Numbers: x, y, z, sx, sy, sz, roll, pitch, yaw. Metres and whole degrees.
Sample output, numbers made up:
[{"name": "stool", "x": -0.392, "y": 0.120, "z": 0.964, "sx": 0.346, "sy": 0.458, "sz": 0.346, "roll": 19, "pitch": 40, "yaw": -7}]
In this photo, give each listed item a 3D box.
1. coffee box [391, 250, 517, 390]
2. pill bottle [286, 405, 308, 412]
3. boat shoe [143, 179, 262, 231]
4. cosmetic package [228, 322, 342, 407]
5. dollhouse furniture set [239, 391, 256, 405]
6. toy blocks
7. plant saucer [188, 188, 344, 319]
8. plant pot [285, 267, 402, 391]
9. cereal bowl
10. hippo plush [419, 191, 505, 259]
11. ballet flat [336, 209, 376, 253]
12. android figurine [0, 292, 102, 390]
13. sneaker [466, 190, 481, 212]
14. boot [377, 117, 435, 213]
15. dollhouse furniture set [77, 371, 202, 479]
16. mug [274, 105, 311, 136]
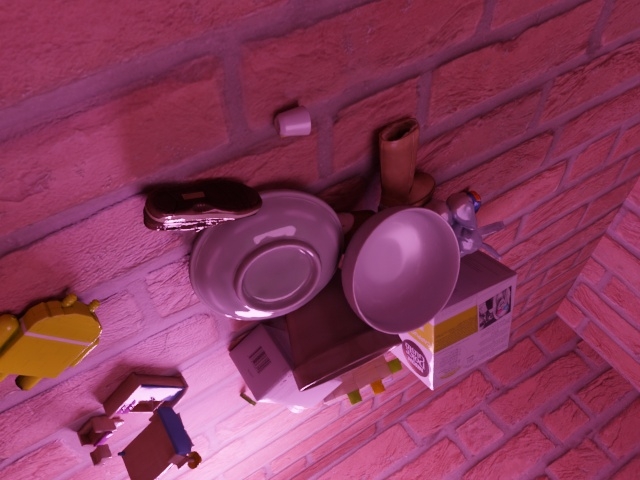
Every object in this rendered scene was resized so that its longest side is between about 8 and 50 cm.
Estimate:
[{"name": "coffee box", "x": 0.397, "y": 0.222, "z": 1.894, "sx": 0.339, "sy": 0.338, "sz": 0.334, "roll": -22, "pitch": 127, "yaw": -22}, {"name": "pill bottle", "x": -0.055, "y": 0.552, "z": 2.131, "sx": 0.117, "sy": 0.117, "sz": 0.214, "roll": -4, "pitch": 134, "yaw": -43}, {"name": "boat shoe", "x": -0.250, "y": -0.066, "z": 1.195, "sx": 0.258, "sy": 0.095, "sz": 0.095, "roll": -4, "pitch": 148, "yaw": -36}, {"name": "cosmetic package", "x": -0.102, "y": 0.413, "z": 1.837, "sx": 0.155, "sy": 0.197, "sz": 0.366, "roll": -44, "pitch": 147, "yaw": 7}, {"name": "dollhouse furniture set", "x": -0.213, "y": 0.506, "z": 1.999, "sx": 0.151, "sy": 0.059, "sz": 0.076, "roll": -54, "pitch": 143, "yaw": -13}, {"name": "toy blocks", "x": 0.146, "y": 0.575, "z": 2.326, "sx": 0.382, "sy": 0.190, "sz": 0.261, "roll": -23, "pitch": 159, "yaw": 0}, {"name": "plant saucer", "x": -0.113, "y": 0.067, "z": 1.379, "sx": 0.401, "sy": 0.100, "sz": 0.400, "roll": -13, "pitch": 130, "yaw": -16}, {"name": "plant pot", "x": 0.032, "y": 0.240, "z": 1.631, "sx": 0.324, "sy": 0.280, "sz": 0.323, "roll": -23, "pitch": 165, "yaw": -7}, {"name": "cereal bowl", "x": 0.197, "y": 0.067, "z": 1.501, "sx": 0.339, "sy": 0.141, "sz": 0.338, "roll": -6, "pitch": 105, "yaw": -25}, {"name": "hippo plush", "x": 0.366, "y": -0.062, "z": 1.713, "sx": 0.295, "sy": 0.236, "sz": 0.234, "roll": -11, "pitch": 117, "yaw": -15}, {"name": "ballet flat", "x": 0.000, "y": 0.000, "z": 1.530, "sx": 0.343, "sy": 0.116, "sz": 0.124, "roll": -35, "pitch": 129, "yaw": -1}, {"name": "android figurine", "x": -0.589, "y": 0.216, "z": 1.212, "sx": 0.273, "sy": 0.056, "sz": 0.248, "roll": -45, "pitch": 148, "yaw": 10}, {"name": "sneaker", "x": 0.474, "y": -0.078, "z": 1.946, "sx": 0.087, "sy": 0.083, "sz": 0.221, "roll": -12, "pitch": 134, "yaw": -19}, {"name": "boot", "x": 0.241, "y": -0.205, "z": 1.517, "sx": 0.236, "sy": 0.089, "sz": 0.269, "roll": -40, "pitch": 144, "yaw": -33}, {"name": "dollhouse furniture set", "x": -0.454, "y": 0.557, "z": 1.545, "sx": 0.286, "sy": 0.303, "sz": 0.198, "roll": -47, "pitch": 147, "yaw": 11}, {"name": "mug", "x": -0.061, "y": -0.240, "z": 1.189, "sx": 0.064, "sy": 0.062, "sz": 0.078, "roll": -16, "pitch": 135, "yaw": -21}]
